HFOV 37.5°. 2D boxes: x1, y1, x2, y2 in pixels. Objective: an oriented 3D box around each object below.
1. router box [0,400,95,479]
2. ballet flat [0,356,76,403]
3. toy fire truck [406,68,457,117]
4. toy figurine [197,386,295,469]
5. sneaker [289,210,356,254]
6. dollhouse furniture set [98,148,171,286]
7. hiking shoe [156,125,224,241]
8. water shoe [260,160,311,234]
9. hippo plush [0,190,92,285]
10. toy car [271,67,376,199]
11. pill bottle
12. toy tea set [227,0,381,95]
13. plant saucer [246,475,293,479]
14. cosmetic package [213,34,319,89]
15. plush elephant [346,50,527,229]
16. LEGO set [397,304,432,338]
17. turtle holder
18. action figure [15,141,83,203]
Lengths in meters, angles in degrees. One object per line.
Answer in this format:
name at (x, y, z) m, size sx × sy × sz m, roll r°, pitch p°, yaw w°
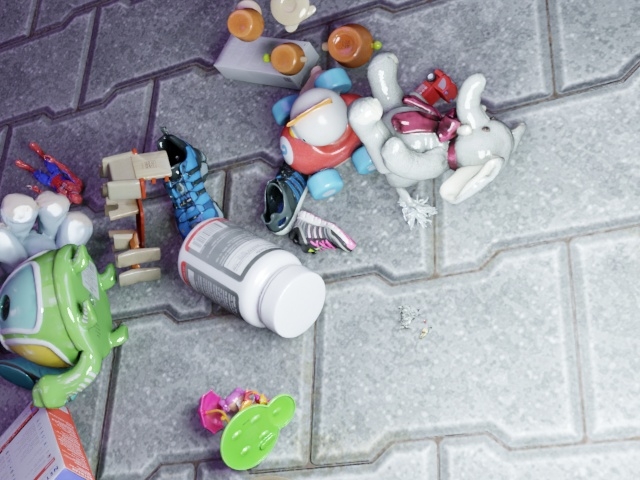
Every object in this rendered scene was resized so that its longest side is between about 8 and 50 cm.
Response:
router box at (-0.621, 0.518, 1.902) m, size 0.335 × 0.082 × 0.301 m, roll -48°, pitch 32°, yaw 0°
ballet flat at (-0.611, 0.293, 2.090) m, size 0.247 × 0.083 × 0.087 m, roll 11°, pitch 47°, yaw 35°
toy fire truck at (0.214, -0.241, 1.891) m, size 0.192 × 0.047 × 0.135 m, roll -44°, pitch 52°, yaw 2°
toy figurine at (-0.158, 0.324, 1.782) m, size 0.173 × 0.130 × 0.159 m, roll -39°, pitch 38°, yaw -21°
sneaker at (0.000, 0.000, 1.881) m, size 0.170 × 0.063 × 0.075 m, roll 26°, pitch 80°, yaw 43°
dollhouse furniture set at (-0.397, -0.075, 2.062) m, size 0.135 × 0.259 × 0.262 m, roll -9°, pitch 55°, yaw -16°
hiking shoe at (-0.301, -0.103, 2.071) m, size 0.113 × 0.132 × 0.304 m, roll -31°, pitch 53°, yaw 13°
water shoe at (-0.071, -0.113, 1.971) m, size 0.073 × 0.080 × 0.203 m, roll -4°, pitch 63°, yaw 29°
hippo plush at (-0.659, 0.012, 2.203) m, size 0.234 × 0.294 × 0.236 m, roll -43°, pitch 22°, yaw -20°
toy car at (-0.011, -0.226, 1.856) m, size 0.210 × 0.238 × 0.219 m, roll -29°, pitch 76°, yaw 16°
pill bottle at (-0.135, 0.074, 1.858) m, size 0.283 × 0.161 × 0.161 m, roll 27°, pitch 81°, yaw 38°
toy tea set at (-0.038, -0.438, 2.061) m, size 0.336 × 0.124 × 0.200 m, roll 38°, pitch 106°, yaw 6°
plant saucer at (-0.097, 0.554, 1.653) m, size 0.278 × 0.041 × 0.278 m, roll -15°, pitch 58°, yaw 25°
cosmetic package at (-0.125, -0.414, 2.179) m, size 0.239 × 0.060 × 0.099 m, roll 16°, pitch 73°, yaw 36°
plush elephant at (0.229, -0.188, 1.702) m, size 0.255 × 0.330 × 0.272 m, roll -15°, pitch 21°, yaw 23°
LEGO set at (0.166, 0.143, 1.726) m, size 0.083 × 0.023 × 0.054 m, roll 20°, pitch 76°, yaw 37°
turtle holder at (-0.549, 0.177, 1.995) m, size 0.227 × 0.243 × 0.320 m, roll -16°, pitch 91°, yaw 5°
action figure at (-0.689, -0.171, 2.345) m, size 0.280 × 0.139 × 0.091 m, roll 34°, pitch 86°, yaw 36°
